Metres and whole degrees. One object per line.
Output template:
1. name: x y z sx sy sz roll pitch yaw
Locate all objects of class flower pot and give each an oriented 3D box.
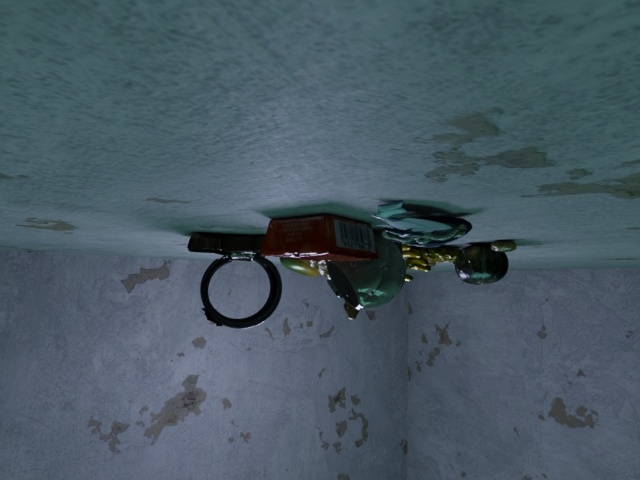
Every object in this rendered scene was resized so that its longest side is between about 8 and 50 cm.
1. flower pot: 0.145 0.089 1.400 0.195 0.246 0.246 -30 -175 -19

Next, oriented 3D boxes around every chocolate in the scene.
1. chocolate: 0.000 0.000 1.214 0.235 0.107 0.237 -4 173 39

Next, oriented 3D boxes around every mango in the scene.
1. mango: -0.088 0.110 2.256 0.156 0.114 0.251 10 169 46

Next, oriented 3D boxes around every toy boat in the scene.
1. toy boat: 0.200 -0.034 1.053 0.292 0.070 0.210 10 166 -33

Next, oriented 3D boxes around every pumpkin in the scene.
1. pumpkin: 0.592 0.088 1.663 0.190 0.146 0.190 -11 155 -5

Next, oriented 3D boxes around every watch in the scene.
1. watch: -0.318 0.149 1.641 0.335 0.326 0.314 4 173 -15

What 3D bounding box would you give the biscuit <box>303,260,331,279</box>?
1. biscuit: -0.026 0.064 1.555 0.247 0.029 0.118 35 148 -3

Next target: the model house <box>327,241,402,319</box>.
1. model house: 0.145 0.139 1.644 0.272 0.300 0.190 -3 165 37

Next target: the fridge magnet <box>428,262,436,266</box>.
1. fridge magnet: 0.495 0.096 2.151 0.143 0.063 0.143 0 171 0

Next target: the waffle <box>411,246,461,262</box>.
1. waffle: 0.447 0.054 1.807 0.229 0.057 0.219 -2 173 25

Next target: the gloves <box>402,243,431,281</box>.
1. gloves: 0.297 0.077 1.745 0.133 0.116 0.294 43 155 -25

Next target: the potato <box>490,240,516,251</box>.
1. potato: 0.619 0.020 1.525 0.083 0.040 0.051 -1 178 34
